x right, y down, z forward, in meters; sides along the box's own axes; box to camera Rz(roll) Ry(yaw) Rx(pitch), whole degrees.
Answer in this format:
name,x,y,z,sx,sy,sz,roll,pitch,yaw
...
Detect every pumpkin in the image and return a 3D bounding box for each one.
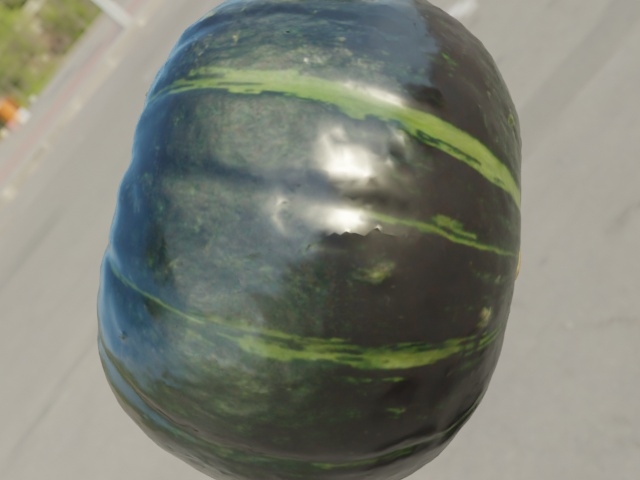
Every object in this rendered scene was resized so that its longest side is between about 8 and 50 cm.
name,x,y,z,sx,sy,sz,roll,pitch,yaw
pumpkin,0.000,0.000,1.082,0.323,0.241,0.323,10,-90,-85
